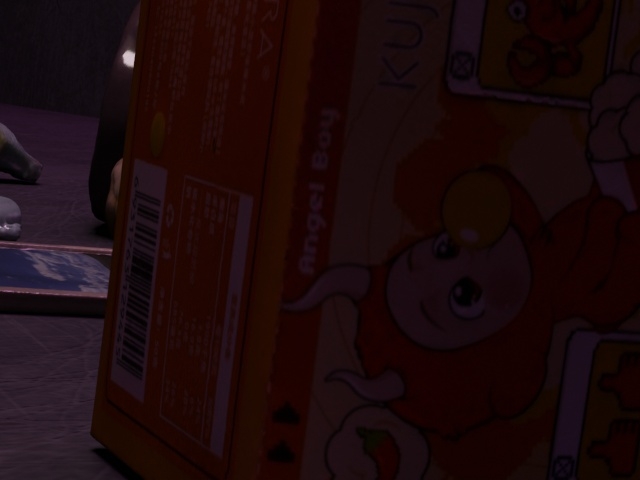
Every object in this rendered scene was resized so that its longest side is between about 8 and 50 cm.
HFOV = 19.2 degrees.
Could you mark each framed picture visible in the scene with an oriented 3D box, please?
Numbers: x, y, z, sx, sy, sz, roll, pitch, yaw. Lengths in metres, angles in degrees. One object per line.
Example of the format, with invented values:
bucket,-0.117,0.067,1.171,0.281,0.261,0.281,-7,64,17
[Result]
framed picture,-0.180,0.029,1.317,0.260,0.023,0.189,5,9,-28

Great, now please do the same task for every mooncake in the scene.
mooncake,-0.137,-0.115,1.771,0.133,0.245,0.245,13,6,7

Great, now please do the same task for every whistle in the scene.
whistle,-0.392,-0.104,2.077,0.123,0.123,0.223,11,-14,36

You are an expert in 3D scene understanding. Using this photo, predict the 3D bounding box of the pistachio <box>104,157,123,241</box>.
pistachio,-0.108,-0.026,1.539,0.126,0.108,0.185,33,5,15

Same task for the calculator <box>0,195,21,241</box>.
calculator,-0.351,-0.024,1.495,0.246,0.045,0.141,10,6,14

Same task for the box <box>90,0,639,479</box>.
box,0.066,-0.023,0.803,0.260,0.283,0.214,5,7,-23
